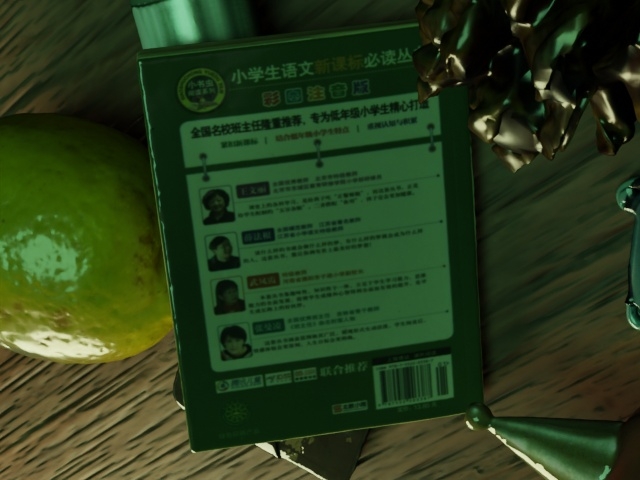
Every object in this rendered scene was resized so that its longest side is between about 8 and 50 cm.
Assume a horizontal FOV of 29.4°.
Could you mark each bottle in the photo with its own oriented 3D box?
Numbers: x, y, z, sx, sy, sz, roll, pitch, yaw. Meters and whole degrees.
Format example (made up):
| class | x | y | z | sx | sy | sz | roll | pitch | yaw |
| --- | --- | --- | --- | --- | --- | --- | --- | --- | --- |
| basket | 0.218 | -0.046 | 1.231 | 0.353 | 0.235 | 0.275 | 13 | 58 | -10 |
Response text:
| class | x | y | z | sx | sy | sz | roll | pitch | yaw |
| --- | --- | --- | --- | --- | --- | --- | --- | --- | --- |
| bottle | -0.063 | -0.106 | 0.797 | 0.096 | 0.079 | 0.254 | -14 | 104 | 3 |

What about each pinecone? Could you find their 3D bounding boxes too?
| class | x | y | z | sx | sy | sz | roll | pitch | yaw |
| --- | --- | --- | --- | --- | --- | --- | --- | --- | --- |
| pinecone | 0.154 | -0.143 | 0.578 | 0.257 | 0.243 | 0.243 | 22 | 117 | 24 |

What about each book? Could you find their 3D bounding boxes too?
| class | x | y | z | sx | sy | sz | roll | pitch | yaw |
| --- | --- | --- | --- | --- | --- | --- | --- | --- | --- |
| book | 0.000 | 0.000 | 0.776 | 0.202 | 0.027 | 0.264 | -7 | 108 | -5 |

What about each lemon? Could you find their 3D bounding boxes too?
| class | x | y | z | sx | sy | sz | roll | pitch | yaw |
| --- | --- | --- | --- | --- | --- | --- | --- | --- | --- |
| lemon | -0.180 | -0.003 | 0.844 | 0.207 | 0.170 | 0.170 | 12 | 114 | 20 |

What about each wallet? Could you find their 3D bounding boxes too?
| class | x | y | z | sx | sy | sz | roll | pitch | yaw |
| --- | --- | --- | --- | --- | --- | --- | --- | --- | --- |
| wallet | -0.037 | 0.120 | 0.903 | 0.156 | 0.018 | 0.082 | 27 | 119 | 14 |

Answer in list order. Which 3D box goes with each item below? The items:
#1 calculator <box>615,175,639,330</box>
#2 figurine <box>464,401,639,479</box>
| class | x | y | z | sx | sy | sz | roll | pitch | yaw |
| --- | --- | --- | --- | --- | --- | --- | --- | --- | --- |
| calculator | 0.218 | -0.004 | 0.722 | 0.094 | 0.019 | 0.141 | 17 | 119 | 36 |
| figurine | 0.272 | 0.163 | 0.700 | 0.387 | 0.166 | 0.207 | 16 | 158 | 26 |
